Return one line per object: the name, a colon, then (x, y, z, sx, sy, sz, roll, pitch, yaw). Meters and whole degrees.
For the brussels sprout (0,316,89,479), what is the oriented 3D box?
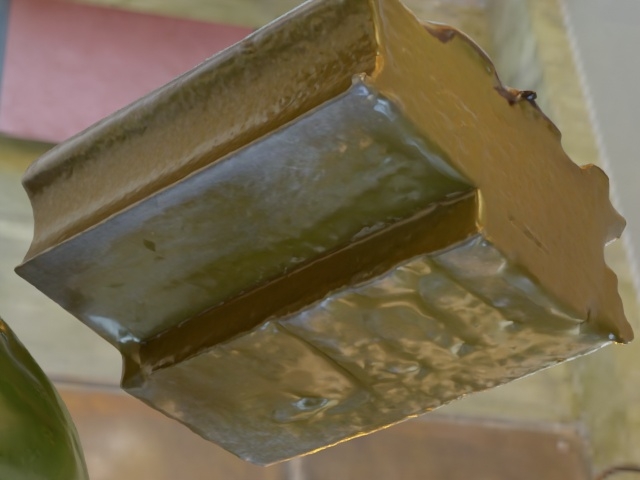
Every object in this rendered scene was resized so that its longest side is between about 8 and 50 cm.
brussels sprout: (-0.285, 0.124, 0.851, 0.328, 0.328, 0.247, -116, -155, -66)

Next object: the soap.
soap: (0.000, 0.000, 0.947, 0.281, 0.259, 0.143, -25, -141, 35)
